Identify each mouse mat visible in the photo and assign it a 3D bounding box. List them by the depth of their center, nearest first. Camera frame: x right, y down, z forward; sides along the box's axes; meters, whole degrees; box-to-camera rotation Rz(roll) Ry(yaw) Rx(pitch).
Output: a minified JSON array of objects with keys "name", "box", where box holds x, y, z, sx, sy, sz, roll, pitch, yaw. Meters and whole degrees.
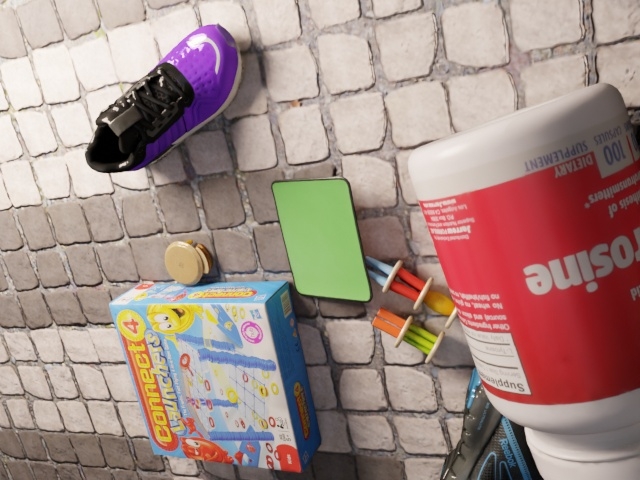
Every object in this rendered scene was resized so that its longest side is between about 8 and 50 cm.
[{"name":"mouse mat","box":[0.000,0.000,0.881,0.153,0.007,0.189,2,113,41]}]

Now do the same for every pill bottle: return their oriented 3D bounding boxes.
[{"name":"pill bottle","box":[0.266,0.057,0.668,0.229,0.229,0.407,-17,97,28]}]

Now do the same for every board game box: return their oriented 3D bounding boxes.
[{"name":"board game box","box":[-0.175,0.226,1.022,0.302,0.086,0.308,-3,108,24]}]

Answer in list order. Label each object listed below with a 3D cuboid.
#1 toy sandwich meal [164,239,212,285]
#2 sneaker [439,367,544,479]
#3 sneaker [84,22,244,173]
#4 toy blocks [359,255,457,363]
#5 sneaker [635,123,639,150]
[{"name":"toy sandwich meal","box":[-0.220,0.035,1.002,0.086,0.029,0.085,9,110,24]},{"name":"sneaker","box":[0.247,0.337,0.861,0.140,0.125,0.340,17,117,12]},{"name":"sneaker","box":[-0.233,-0.183,0.855,0.293,0.146,0.102,-38,92,30]},{"name":"toy blocks","box":[0.115,0.094,0.864,0.148,0.054,0.123,29,120,13]},{"name":"sneaker","box":[0.416,-0.051,0.642,0.125,0.104,0.261,-18,127,16]}]
